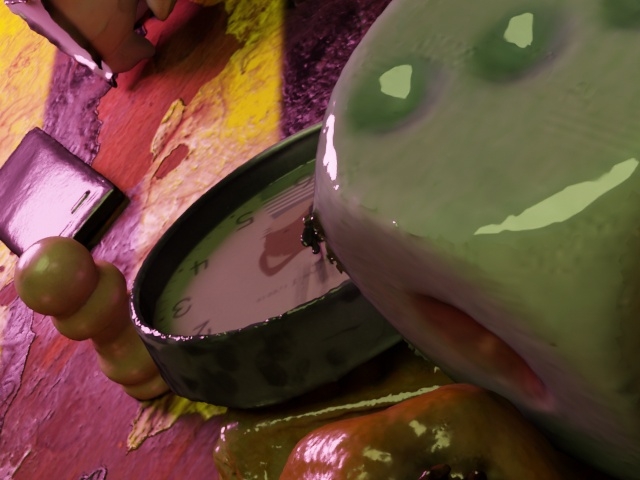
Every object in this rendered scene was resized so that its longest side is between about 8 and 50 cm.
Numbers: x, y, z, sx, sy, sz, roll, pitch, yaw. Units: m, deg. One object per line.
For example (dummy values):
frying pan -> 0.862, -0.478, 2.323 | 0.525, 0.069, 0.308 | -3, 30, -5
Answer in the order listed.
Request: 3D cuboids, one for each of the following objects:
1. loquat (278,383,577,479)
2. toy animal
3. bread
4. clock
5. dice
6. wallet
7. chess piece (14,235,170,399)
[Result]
loquat -> 0.063, 0.177, 0.963 | 0.187, 0.176, 0.234 | -33, -4, -21
toy animal -> -0.208, -0.307, 1.731 | 0.289, 0.174, 0.249 | -43, 24, 9
bread -> 0.021, 0.128, 1.155 | 0.232, 0.088, 0.128 | -21, 51, 25
clock -> 0.000, 0.000, 1.232 | 0.325, 0.067, 0.325 | -26, 25, 13
dice -> 0.176, -0.030, 0.963 | 0.262, 0.265, 0.268 | -50, 40, -12
wallet -> -0.301, -0.043, 1.696 | 0.124, 0.025, 0.244 | -51, 36, -4
chess piece -> -0.189, 0.056, 1.361 | 0.094, 0.170, 0.094 | -29, 38, 25
